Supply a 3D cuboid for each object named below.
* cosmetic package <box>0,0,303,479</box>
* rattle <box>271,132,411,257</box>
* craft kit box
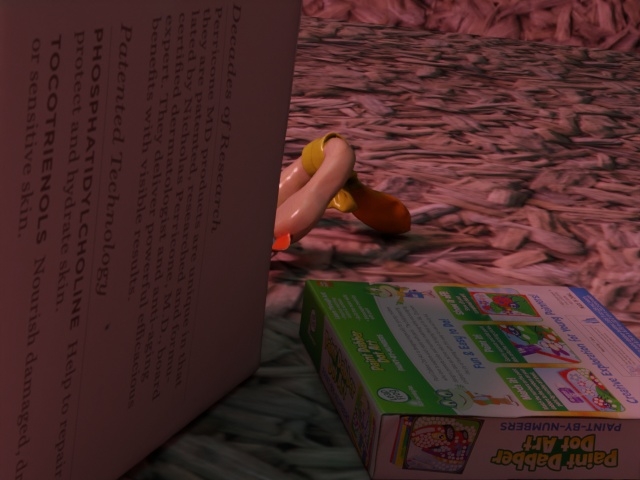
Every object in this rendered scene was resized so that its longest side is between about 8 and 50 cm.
[{"bbox_3d":[-0.243,-0.040,0.887,0.329,0.327,0.394,13,18,18],"label":"cosmetic package"},{"bbox_3d":[0.000,0.000,1.329,0.130,0.142,0.199,-21,27,20],"label":"rattle"},{"bbox_3d":[0.128,0.098,1.044,0.247,0.061,0.250,5,18,-14],"label":"craft kit box"}]
